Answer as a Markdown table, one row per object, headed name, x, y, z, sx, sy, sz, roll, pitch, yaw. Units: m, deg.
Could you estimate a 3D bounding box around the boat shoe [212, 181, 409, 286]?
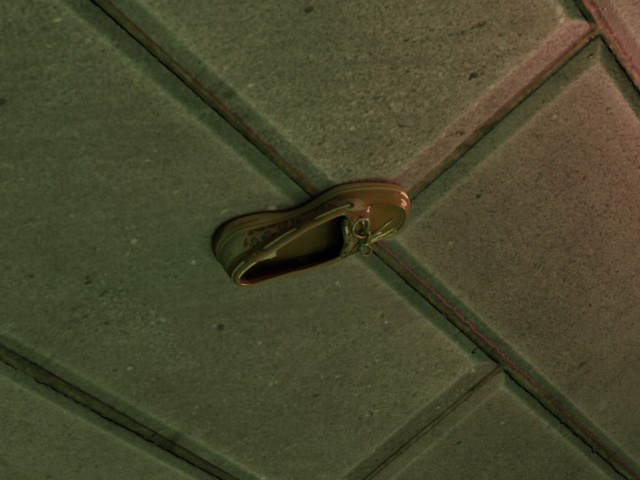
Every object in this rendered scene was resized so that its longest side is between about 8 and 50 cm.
| name | x | y | z | sx | sy | sz | roll | pitch | yaw |
| --- | --- | --- | --- | --- | --- | --- | --- | --- | --- |
| boat shoe | 0.000 | 0.000 | 1.547 | 0.285 | 0.089 | 0.104 | -18 | 131 | -14 |
